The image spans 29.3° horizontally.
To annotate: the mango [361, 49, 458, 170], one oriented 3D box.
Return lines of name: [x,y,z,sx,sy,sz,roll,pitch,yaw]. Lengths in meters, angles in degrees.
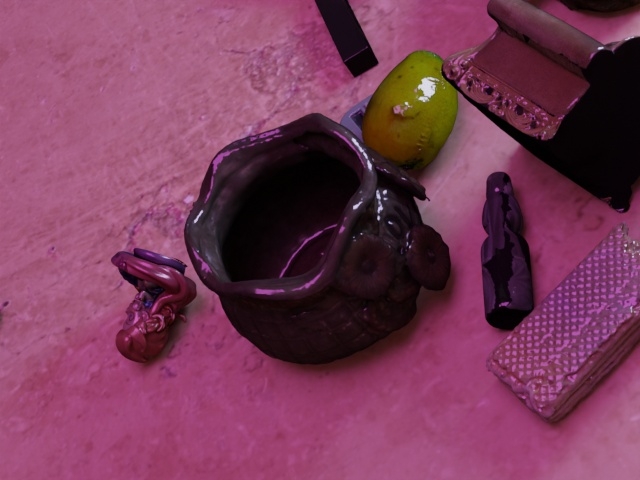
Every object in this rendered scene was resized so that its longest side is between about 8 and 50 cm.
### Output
mango: [0.123,-0.177,1.634,0.119,0.100,0.178,17,69,4]

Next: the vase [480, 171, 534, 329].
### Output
vase: [0.223,0.004,1.489,0.060,0.060,0.211,-14,54,22]

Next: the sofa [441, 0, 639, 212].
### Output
sofa: [0.303,-0.183,1.447,0.182,0.258,0.200,-54,47,5]

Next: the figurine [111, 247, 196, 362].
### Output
figurine: [-0.226,0.087,1.673,0.126,0.114,0.157,161,106,-63]

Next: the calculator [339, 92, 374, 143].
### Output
calculator: [0.080,-0.166,1.714,0.153,0.021,0.095,-37,48,2]

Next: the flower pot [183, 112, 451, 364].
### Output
flower pot: [0.000,0.000,1.519,0.302,0.213,0.302,-16,53,21]

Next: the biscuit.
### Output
biscuit: [0.304,0.093,1.382,0.239,0.062,0.108,-45,50,-3]

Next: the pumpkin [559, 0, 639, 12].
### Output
pumpkin: [0.300,-0.446,1.648,0.325,0.232,0.242,28,78,43]

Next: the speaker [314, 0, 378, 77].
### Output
speaker: [0.032,-0.325,1.838,0.046,0.040,0.191,-30,49,10]
